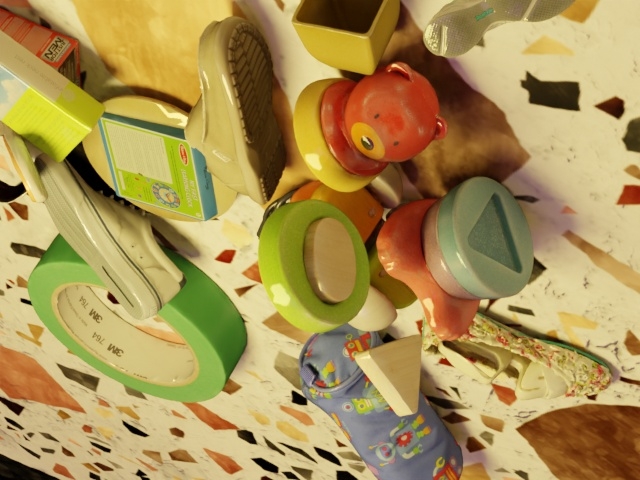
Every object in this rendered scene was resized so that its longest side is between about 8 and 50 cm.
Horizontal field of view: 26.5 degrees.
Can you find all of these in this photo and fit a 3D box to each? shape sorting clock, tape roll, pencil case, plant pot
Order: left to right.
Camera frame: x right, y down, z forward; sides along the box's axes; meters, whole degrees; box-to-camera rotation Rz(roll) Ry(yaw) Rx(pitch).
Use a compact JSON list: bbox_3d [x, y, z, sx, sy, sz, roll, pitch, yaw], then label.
[{"bbox_3d":[-0.266,0.110,1.963,0.321,0.077,0.321,19,147,13],"label":"tape roll"},{"bbox_3d":[-0.194,-0.098,1.648,0.206,0.040,0.206,19,143,15],"label":"shape sorting clock"},{"bbox_3d":[0.031,-0.205,1.298,0.082,0.081,0.083,14,153,22],"label":"plant pot"},{"bbox_3d":[0.082,0.241,1.833,0.306,0.133,0.119,55,172,-34],"label":"pencil case"}]

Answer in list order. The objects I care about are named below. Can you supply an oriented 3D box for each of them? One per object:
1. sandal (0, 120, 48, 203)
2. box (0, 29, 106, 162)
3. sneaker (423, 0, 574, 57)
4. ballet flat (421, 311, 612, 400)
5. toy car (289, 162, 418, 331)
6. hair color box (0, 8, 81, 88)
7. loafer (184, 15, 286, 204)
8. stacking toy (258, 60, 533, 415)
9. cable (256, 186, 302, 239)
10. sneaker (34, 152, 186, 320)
[{"bbox_3d":[-0.393,-0.093,1.667,0.265,0.076,0.102,-144,32,-71],"label":"sandal"},{"bbox_3d":[-0.346,-0.172,1.559,0.178,0.042,0.109,37,147,-15],"label":"box"},{"bbox_3d":[0.162,-0.217,1.208,0.152,0.061,0.053,-19,120,26],"label":"sneaker"},{"bbox_3d":[0.229,0.149,1.641,0.241,0.077,0.091,21,146,11],"label":"ballet flat"},{"bbox_3d":[0.038,0.003,1.515,0.182,0.159,0.136,44,158,-24],"label":"toy car"},{"bbox_3d":[-0.368,-0.221,1.598,0.167,0.053,0.093,25,148,8],"label":"hair color box"},{"bbox_3d":[-0.103,-0.136,1.471,0.092,0.102,0.268,11,145,15],"label":"loafer"},{"bbox_3d":[0.093,-0.005,1.353,0.130,0.279,0.309,-19,126,42],"label":"stacking toy"},{"bbox_3d":[0.000,0.000,1.634,0.151,0.047,0.184,29,147,-1],"label":"cable"},{"bbox_3d":[-0.277,-0.017,1.788,0.258,0.091,0.094,54,149,-1],"label":"sneaker"}]
